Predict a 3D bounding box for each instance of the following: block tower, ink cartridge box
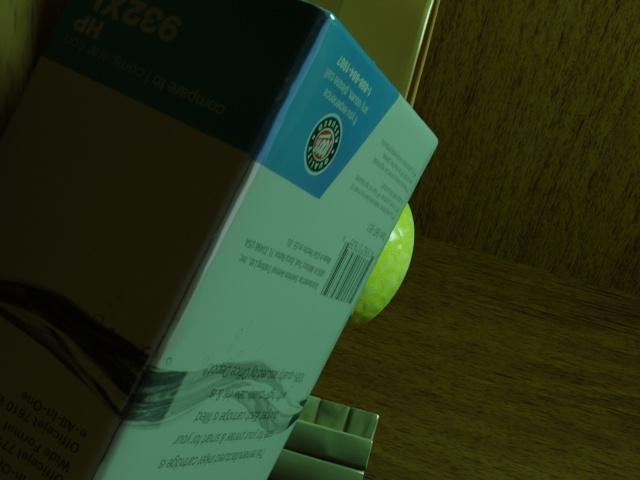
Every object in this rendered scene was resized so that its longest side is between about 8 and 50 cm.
[{"bbox_3d":[0.000,0.250,1.107,0.335,0.097,0.091,98,9,-69],"label":"block tower"},{"bbox_3d":[-0.080,0.034,0.537,0.307,0.129,0.223,-63,160,0],"label":"ink cartridge box"}]

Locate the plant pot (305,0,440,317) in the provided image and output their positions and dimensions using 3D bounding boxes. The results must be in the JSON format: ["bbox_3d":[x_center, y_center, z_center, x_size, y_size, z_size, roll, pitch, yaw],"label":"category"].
[{"bbox_3d":[-0.033,-0.105,0.807,0.291,0.204,0.290,16,90,-87],"label":"plant pot"}]

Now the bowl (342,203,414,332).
[{"bbox_3d":[0.000,0.000,1.747,0.156,0.289,0.289,27,74,-42],"label":"bowl"}]
